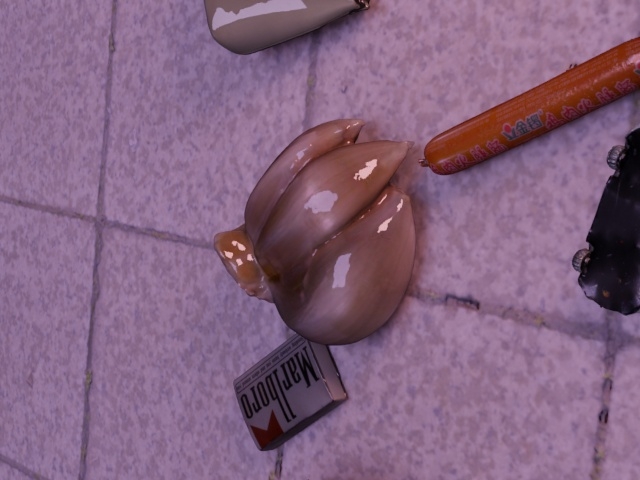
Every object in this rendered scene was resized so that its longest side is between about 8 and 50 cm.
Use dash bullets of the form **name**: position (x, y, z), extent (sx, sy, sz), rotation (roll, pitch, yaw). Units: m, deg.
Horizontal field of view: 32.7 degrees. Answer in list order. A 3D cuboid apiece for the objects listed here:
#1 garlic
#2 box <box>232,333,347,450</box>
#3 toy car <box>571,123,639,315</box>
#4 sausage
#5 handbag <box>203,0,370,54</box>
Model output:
- **garlic**: position (0.001, -0.001, 1.415), extent (0.325, 0.132, 0.279), rotation (-34, 75, 45)
- **box**: position (-0.045, 0.208, 1.524), extent (0.177, 0.036, 0.115), rotation (-40, 64, 37)
- **toy car**: position (0.331, -0.023, 1.128), extent (0.095, 0.056, 0.205), rotation (27, 106, 42)
- **sausage**: position (0.241, -0.143, 1.220), extent (0.348, 0.053, 0.053), rotation (-24, 74, 43)
- **handbag**: position (-0.029, -0.392, 1.456), extent (0.315, 0.109, 0.241), rotation (-19, 78, 40)
